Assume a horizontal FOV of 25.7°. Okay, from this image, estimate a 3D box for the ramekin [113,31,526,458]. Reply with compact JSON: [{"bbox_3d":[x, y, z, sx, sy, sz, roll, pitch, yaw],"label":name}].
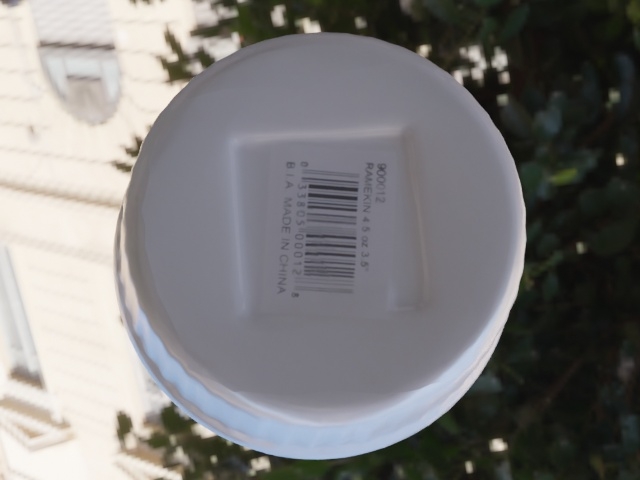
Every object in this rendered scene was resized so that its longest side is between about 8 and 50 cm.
[{"bbox_3d":[0.000,0.000,0.907,0.277,0.277,0.135,-13,170,-6],"label":"ramekin"}]
